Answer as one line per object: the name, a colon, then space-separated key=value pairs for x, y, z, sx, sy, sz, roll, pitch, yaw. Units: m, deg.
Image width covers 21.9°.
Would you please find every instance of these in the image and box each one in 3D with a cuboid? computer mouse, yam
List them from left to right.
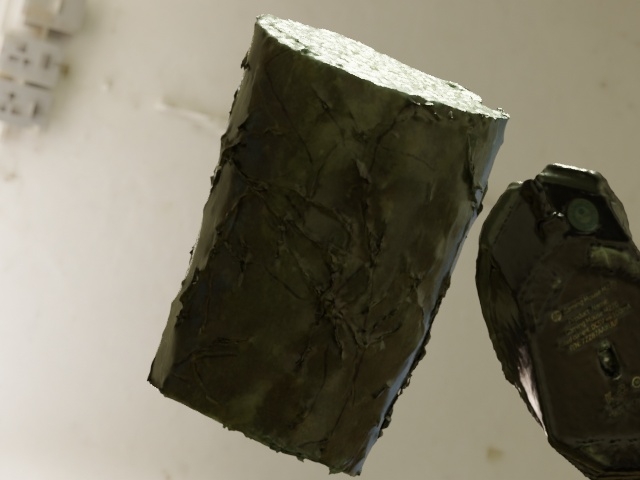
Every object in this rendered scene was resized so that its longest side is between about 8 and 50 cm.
yam: x=0.000 y=0.000 z=1.327 sx=0.241 sy=0.348 sz=0.241 roll=19 pitch=0 yaw=0
computer mouse: x=0.149 y=0.050 z=0.947 sx=0.106 sy=0.192 sz=0.062 roll=-25 pitch=9 yaw=-15
